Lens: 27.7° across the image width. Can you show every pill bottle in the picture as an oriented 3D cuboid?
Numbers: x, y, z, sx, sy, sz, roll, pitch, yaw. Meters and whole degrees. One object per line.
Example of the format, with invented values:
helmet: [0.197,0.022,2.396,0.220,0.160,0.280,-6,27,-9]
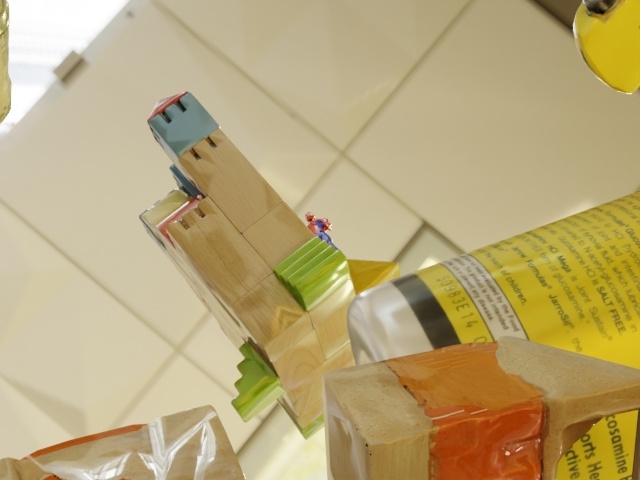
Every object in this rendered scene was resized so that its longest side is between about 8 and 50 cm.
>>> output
pill bottle: [0.200,0.067,0.808,0.188,0.334,0.188,160,-90,-84]

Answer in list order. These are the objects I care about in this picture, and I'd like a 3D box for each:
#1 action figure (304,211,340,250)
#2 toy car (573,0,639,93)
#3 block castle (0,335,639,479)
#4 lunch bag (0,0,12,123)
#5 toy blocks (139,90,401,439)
action figure: [0.000,0.000,1.387,0.030,0.038,0.115,43,12,-28]
toy car: [0.222,-0.214,0.694,0.053,0.239,0.225,-140,-147,-65]
block castle: [0.034,0.217,0.467,0.303,0.453,0.212,-130,-147,-56]
lunch bag: [-0.354,-0.236,0.901,0.305,0.213,0.256,57,-29,34]
toy blocks: [-0.075,0.022,1.263,0.261,0.191,0.381,49,-10,21]
